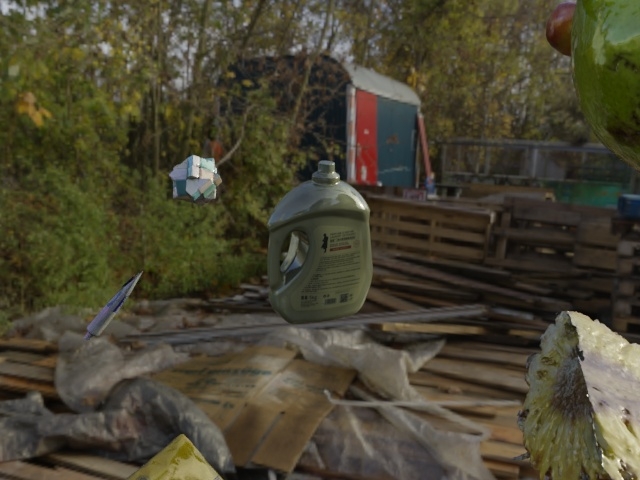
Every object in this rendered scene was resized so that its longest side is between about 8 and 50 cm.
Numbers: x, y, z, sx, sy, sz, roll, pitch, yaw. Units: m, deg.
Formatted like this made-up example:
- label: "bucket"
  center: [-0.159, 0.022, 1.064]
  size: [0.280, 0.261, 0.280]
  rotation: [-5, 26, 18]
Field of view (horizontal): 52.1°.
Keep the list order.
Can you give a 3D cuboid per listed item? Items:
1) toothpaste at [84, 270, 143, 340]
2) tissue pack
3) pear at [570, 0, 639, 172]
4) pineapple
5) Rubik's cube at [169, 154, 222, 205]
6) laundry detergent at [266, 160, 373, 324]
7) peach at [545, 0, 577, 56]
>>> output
- label: "toothpaste"
  center: [-0.401, 0.127, 1.272]
  size: [0.028, 0.170, 0.045]
  rotation: [40, 2, -4]
- label: "tissue pack"
  center: [-0.219, 0.367, 0.908]
  size: [0.120, 0.082, 0.169]
  rotation: [46, 34, 9]
- label: "pear"
  center: [0.505, -0.235, 0.804]
  size: [0.391, 0.391, 0.391]
  rotation: [3, 8, 0]
- label: "pineapple"
  center: [0.453, 0.306, 0.962]
  size: [0.286, 0.209, 0.344]
  rotation: [22, 34, -4]
- label: "Rubik's cube"
  center: [-0.211, -0.103, 1.113]
  size: [0.073, 0.075, 0.084]
  rotation: [-20, -9, 42]
- label: "laundry detergent"
  center: [0.000, 0.000, 1.037]
  size: [0.181, 0.253, 0.091]
  rotation: [-7, 23, -23]
- label: "peach"
  center: [0.472, -0.395, 1.216]
  size: [0.101, 0.100, 0.101]
  rotation: [3, 8, 0]
